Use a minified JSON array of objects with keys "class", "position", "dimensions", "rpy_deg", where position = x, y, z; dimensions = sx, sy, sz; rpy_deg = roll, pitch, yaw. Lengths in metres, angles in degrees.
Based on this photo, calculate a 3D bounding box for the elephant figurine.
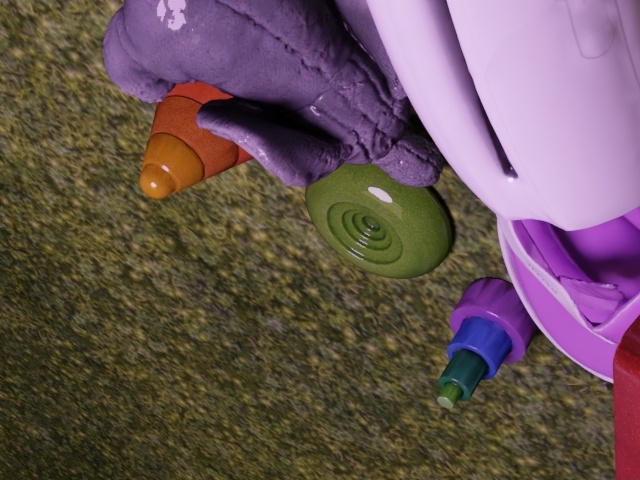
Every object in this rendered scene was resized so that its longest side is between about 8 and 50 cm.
[{"class":"elephant figurine","position":[-0.005,-0.111,0.838],"dimensions":[0.239,0.186,0.169],"rpy_deg":[38,134,-4]}]

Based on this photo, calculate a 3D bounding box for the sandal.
[{"class":"sandal","position":[0.176,-0.019,0.833],"dimensions":[0.169,0.102,0.416],"rpy_deg":[19,145,24]}]

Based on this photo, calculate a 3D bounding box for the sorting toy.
[{"class":"sorting toy","position":[0.000,0.000,1.001],"dimensions":[0.365,0.126,0.127],"rpy_deg":[40,147,-6]}]

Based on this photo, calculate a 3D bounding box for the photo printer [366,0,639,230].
[{"class":"photo printer","position":[0.111,-0.176,0.499],"dimensions":[0.107,0.307,0.256],"rpy_deg":[10,141,34]}]

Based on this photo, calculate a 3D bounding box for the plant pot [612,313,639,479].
[{"class":"plant pot","position":[0.314,0.109,0.749],"dimensions":[0.236,0.267,0.267],"rpy_deg":[27,149,33]}]
